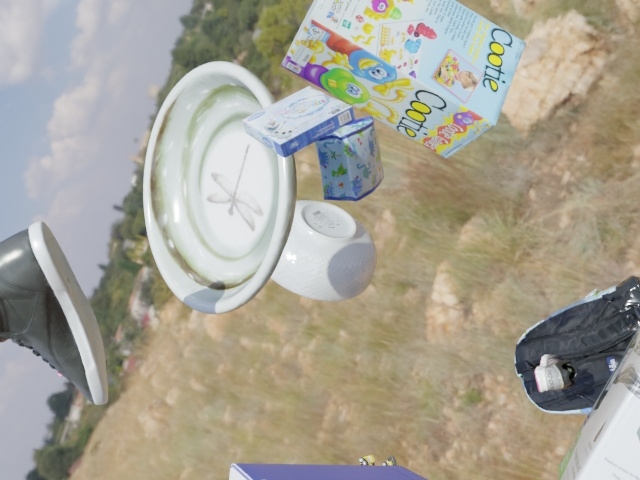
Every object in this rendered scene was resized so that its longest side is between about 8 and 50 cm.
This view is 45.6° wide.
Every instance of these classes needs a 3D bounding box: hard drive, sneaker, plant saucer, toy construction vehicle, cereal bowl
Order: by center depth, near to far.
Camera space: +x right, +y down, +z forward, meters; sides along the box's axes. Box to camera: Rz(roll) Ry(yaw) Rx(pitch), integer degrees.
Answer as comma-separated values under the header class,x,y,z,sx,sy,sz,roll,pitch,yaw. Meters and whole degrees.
class,x,y,z,sx,sy,sz,roll,pitch,yaw
sneaker,-0.383,0.119,1.009,0.104,0.147,0.295,-119,14,-54
plant saucer,-0.149,-0.083,1.239,0.400,0.101,0.400,2,93,47
hard drive,0.034,0.406,1.240,0.210,0.319,0.040,176,100,-68
toy construction vehicle,0.130,0.464,1.504,0.035,0.086,0.098,-39,62,36
sneaker,0.485,0.269,1.547,0.170,0.075,0.063,-6,-92,-66
cereal bowl,0.000,0.000,2.024,0.339,0.339,0.141,-91,19,-52

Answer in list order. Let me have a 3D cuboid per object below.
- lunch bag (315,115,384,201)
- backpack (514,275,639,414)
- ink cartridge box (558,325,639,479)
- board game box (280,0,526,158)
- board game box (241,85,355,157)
class,x,y,z,sx,sy,sz,roll,pitch,yaw
lunch bag,0.065,-0.155,1.424,0.096,0.151,0.128,7,116,38
backpack,0.629,0.273,1.756,0.356,0.273,0.290,-27,71,26
ink cartridge box,0.411,0.206,0.921,0.289,0.122,0.211,-62,-16,5
board game box,0.111,-0.253,1.040,0.144,0.275,0.142,-66,11,-20
board game box,-0.024,-0.128,0.809,0.090,0.090,0.020,39,153,49
